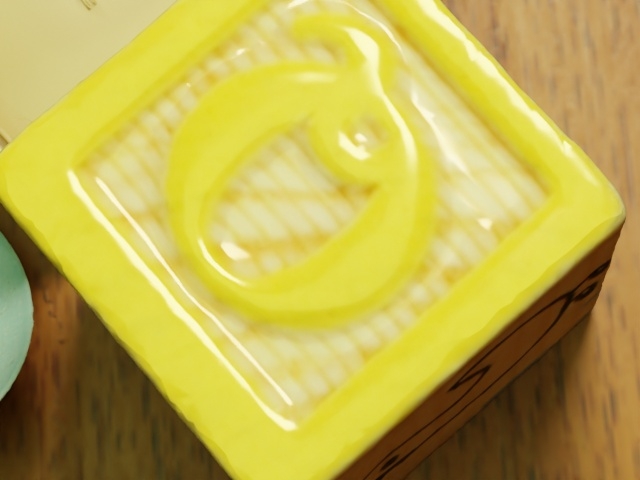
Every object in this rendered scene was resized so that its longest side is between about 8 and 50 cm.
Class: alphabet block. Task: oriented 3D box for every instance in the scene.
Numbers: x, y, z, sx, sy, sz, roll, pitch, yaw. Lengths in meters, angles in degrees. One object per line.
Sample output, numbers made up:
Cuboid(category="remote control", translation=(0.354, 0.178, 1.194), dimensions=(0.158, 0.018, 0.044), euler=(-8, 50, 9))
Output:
Cuboid(category="alphabet block", translation=(0.000, 0.000, 0.782), dimensions=(0.192, 0.197, 0.193), euler=(-43, 77, -4))

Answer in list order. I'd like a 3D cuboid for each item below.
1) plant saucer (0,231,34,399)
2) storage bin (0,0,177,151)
Cuboid(category="plant saucer", translation=(-0.234, 0.040, 0.825), dimensions=(0.195, 0.037, 0.195), euler=(9, 46, -10))
Cuboid(category="storage bin", translation=(-0.115, -0.183, 0.838), dimensions=(0.262, 0.123, 0.260), euler=(-41, 99, -4))
